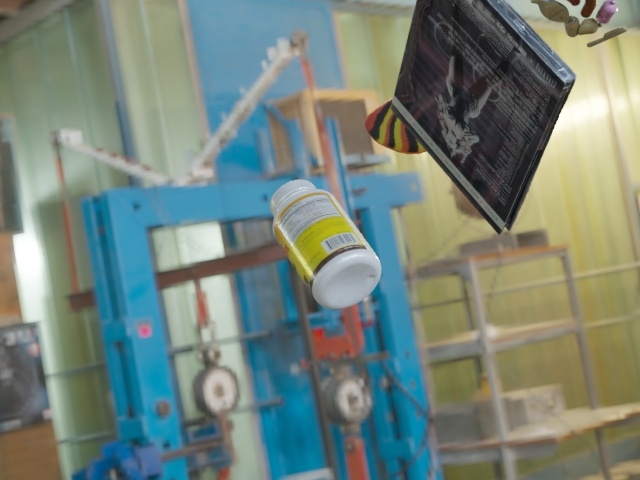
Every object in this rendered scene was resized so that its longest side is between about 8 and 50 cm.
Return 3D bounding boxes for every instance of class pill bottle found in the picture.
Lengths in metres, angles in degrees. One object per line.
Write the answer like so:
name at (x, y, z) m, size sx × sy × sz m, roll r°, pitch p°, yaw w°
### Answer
pill bottle at (0.000, 0.000, 1.962) m, size 0.117 × 0.215 × 0.117 m, roll -18°, pitch -43°, yaw -18°

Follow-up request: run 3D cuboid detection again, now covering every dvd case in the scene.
dvd case at (0.128, -0.122, 1.034) m, size 0.018 × 0.164 × 0.221 m, roll -29°, pitch -23°, yaw -22°

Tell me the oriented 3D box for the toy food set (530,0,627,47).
toy food set at (0.323, -0.285, 1.534) m, size 0.078 × 0.019 × 0.122 m, roll -21°, pitch -37°, yaw 36°

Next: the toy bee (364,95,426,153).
toy bee at (0.200, -0.192, 1.619) m, size 0.195 × 0.162 × 0.298 m, roll -42°, pitch -2°, yaw -38°
